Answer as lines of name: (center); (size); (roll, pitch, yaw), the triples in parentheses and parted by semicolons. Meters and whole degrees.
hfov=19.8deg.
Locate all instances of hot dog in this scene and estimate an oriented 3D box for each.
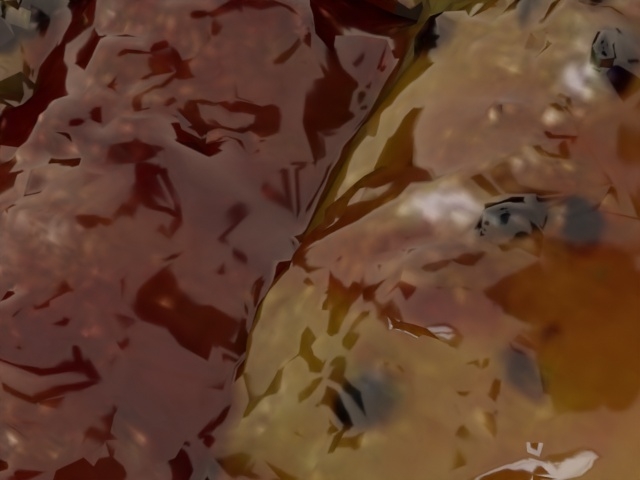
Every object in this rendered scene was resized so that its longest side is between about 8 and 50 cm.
hot dog: (0.000, 0.000, 0.466); (0.367, 0.196, 0.365); (32, -112, 27)
